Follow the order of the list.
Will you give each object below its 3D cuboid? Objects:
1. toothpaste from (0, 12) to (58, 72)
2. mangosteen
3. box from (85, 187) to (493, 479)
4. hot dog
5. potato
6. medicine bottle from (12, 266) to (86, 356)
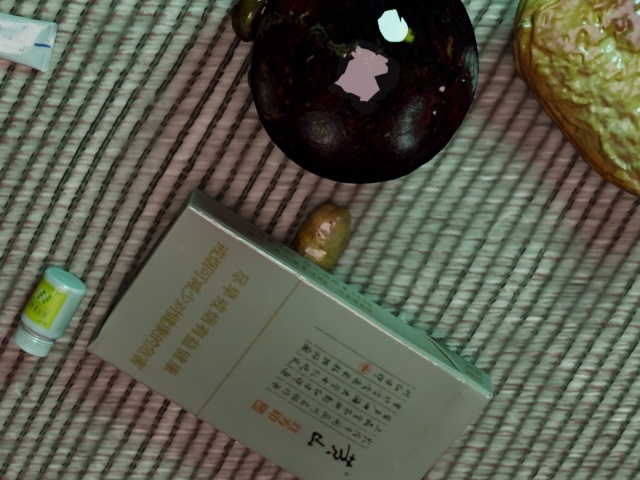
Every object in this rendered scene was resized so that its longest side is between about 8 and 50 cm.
[{"bbox_3d":[-0.365,-0.210,1.578,0.218,0.033,0.052,13,108,-10],"label":"toothpaste"},{"bbox_3d":[0.017,-0.172,1.530,0.265,0.228,0.228,26,106,29],"label":"mangosteen"},{"bbox_3d":[-0.030,0.125,1.659,0.365,0.051,0.204,33,113,-11],"label":"box"},{"bbox_3d":[0.293,-0.169,1.588,0.175,0.114,0.259,-39,102,12],"label":"hot dog"},{"bbox_3d":[0.000,0.000,1.651,0.051,0.040,0.083,25,105,-20],"label":"potato"},{"bbox_3d":[-0.274,0.072,1.651,0.047,0.047,0.083,29,101,-10],"label":"medicine bottle"}]
